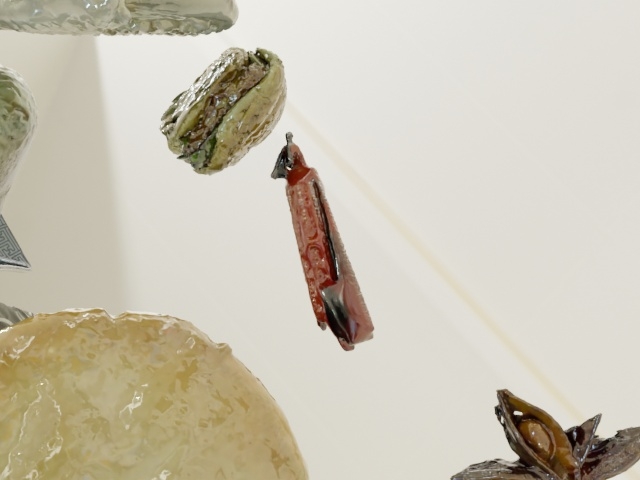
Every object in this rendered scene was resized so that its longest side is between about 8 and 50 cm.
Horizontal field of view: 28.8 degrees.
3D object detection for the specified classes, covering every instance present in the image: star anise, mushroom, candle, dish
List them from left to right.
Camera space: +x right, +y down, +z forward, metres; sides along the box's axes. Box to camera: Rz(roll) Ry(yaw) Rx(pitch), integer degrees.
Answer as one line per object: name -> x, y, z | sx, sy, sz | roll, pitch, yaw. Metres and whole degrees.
mushroom -> -0.459, -0.084, 1.622 | 0.130, 0.247, 0.344 | 18, -61, -21
dish -> -0.574, -0.012, 2.039 | 0.080, 0.182, 0.243 | -30, -3, -1
candle -> 0.000, 0.000, 1.638 | 0.084, 0.302, 0.059 | -17, -2, 30
star anise -> 0.193, 0.202, 1.128 | 0.157, 0.053, 0.212 | 33, -64, -30

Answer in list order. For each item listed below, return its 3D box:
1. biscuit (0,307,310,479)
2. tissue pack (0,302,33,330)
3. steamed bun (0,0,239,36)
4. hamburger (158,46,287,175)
biscuit -> -0.214, 0.287, 1.214 | 0.446, 0.429, 0.104 | -54, 3, -13
tissue pack -> -0.593, 0.273, 1.962 | 0.198, 0.370, 0.210 | 19, -29, -35
steamed bun -> -0.282, -0.359, 1.515 | 0.309, 0.324, 0.219 | -10, -76, -45
hamburger -> -0.112, -0.165, 1.620 | 0.183, 0.130, 0.206 | -51, 17, 3
